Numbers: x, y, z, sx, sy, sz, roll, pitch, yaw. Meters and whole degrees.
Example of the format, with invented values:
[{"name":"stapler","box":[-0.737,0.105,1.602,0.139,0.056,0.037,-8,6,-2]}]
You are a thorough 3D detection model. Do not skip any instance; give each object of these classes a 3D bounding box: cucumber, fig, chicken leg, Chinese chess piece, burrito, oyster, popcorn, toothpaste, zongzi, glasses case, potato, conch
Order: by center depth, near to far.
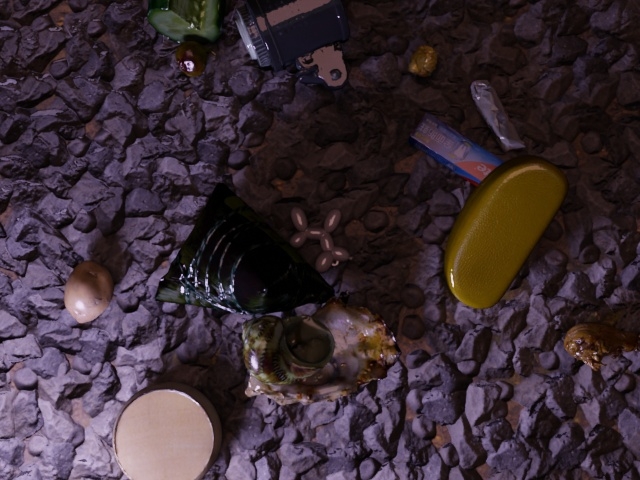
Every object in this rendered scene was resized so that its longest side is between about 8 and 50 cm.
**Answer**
[{"name":"conch","box":[-0.085,0.230,1.653,0.187,0.124,0.181,-42,95,-27]},{"name":"zongzi","box":[-0.172,0.061,1.656,0.383,0.362,0.319,23,90,11]},{"name":"glasses case","box":[0.404,-0.030,1.730,0.173,0.141,0.371,28,104,-4]},{"name":"Chinese chess piece","box":[-0.353,0.452,1.740,0.249,0.103,0.250,0,83,1]},{"name":"chicken leg","box":[0.673,0.242,1.751,0.207,0.085,0.101,2,39,-5]},{"name":"oyster","box":[0.005,0.290,1.753,0.361,0.096,0.221,-37,79,-5]},{"name":"potato","box":[-0.554,0.121,1.789,0.112,0.112,0.147,5,76,2]},{"name":"toothpaste","box":[0.366,-0.189,1.826,0.320,0.066,0.076,33,84,6]},{"name":"cucumber","box":[-0.331,-0.571,1.840,0.191,0.191,0.130,3,81,2]},{"name":"burrito","box":[0.429,-0.304,1.844,0.064,0.064,0.203,-28,85,-2]},{"name":"popcorn","box":[0.260,-0.433,1.862,0.084,0.084,0.084,0,82,1]},{"name":"fig","box":[-0.314,-0.461,1.879,0.084,0.082,0.098,36,56,1]}]

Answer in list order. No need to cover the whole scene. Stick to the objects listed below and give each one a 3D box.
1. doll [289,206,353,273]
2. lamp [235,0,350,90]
[{"name":"doll","box":[0.000,0.000,1.812,0.161,0.059,0.160,4,83,1]},{"name":"lamp","box":[-0.069,-0.544,1.811,0.272,0.205,0.374,-5,93,-3]}]
